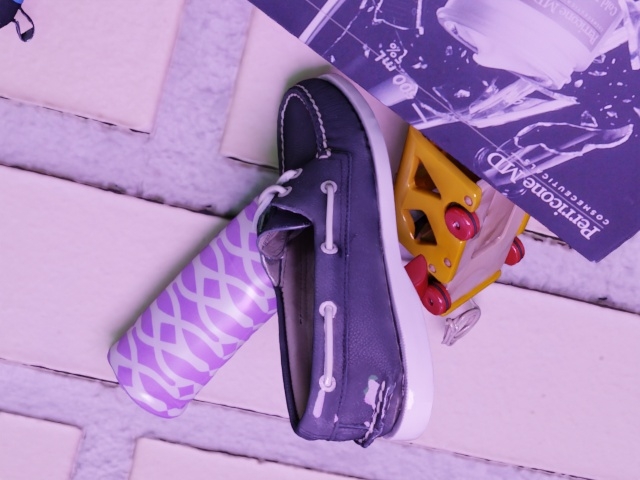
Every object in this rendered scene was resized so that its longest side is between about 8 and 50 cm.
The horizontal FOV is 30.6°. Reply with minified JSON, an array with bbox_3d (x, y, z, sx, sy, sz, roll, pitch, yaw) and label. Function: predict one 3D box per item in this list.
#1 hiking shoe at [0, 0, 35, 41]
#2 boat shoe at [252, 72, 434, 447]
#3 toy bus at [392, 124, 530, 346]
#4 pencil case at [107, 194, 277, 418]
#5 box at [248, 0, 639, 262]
[{"bbox_3d":[-0.333,-0.230,0.786,0.304,0.113,0.132,15,109,-12],"label":"hiking shoe"},{"bbox_3d":[0.000,0.000,0.825,0.091,0.302,0.114,0,141,-21],"label":"boat shoe"},{"bbox_3d":[0.105,-0.026,0.922,0.104,0.191,0.202,46,104,24],"label":"toy bus"},{"bbox_3d":[-0.081,0.057,0.951,0.206,0.086,0.088,-45,144,14],"label":"pencil case"},{"bbox_3d":[0.157,-0.211,0.719,0.343,0.179,0.312,36,135,-8],"label":"box"}]
